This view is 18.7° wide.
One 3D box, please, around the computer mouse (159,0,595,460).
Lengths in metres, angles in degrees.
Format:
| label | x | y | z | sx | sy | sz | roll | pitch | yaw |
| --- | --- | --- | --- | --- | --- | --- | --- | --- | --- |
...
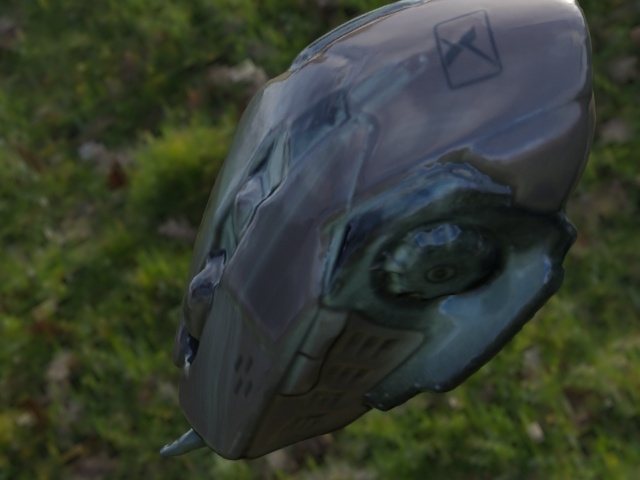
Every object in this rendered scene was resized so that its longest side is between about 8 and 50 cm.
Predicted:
| label | x | y | z | sx | sy | sz | roll | pitch | yaw |
| --- | --- | --- | --- | --- | --- | --- | --- | --- | --- |
| computer mouse | -0.004 | -0.003 | 1.018 | 0.389 | 0.115 | 0.199 | -44 | 39 | 35 |
